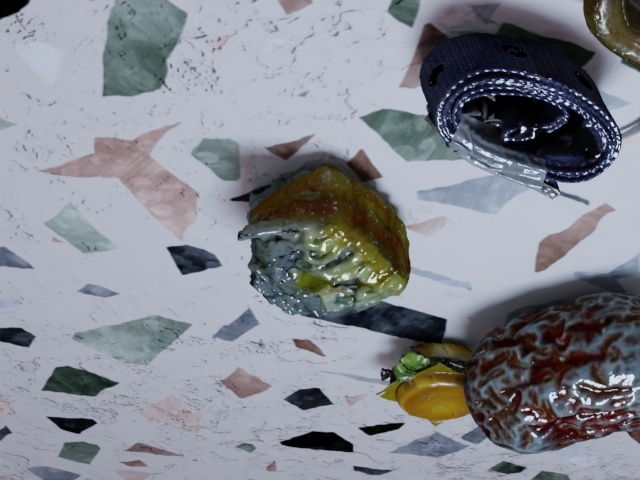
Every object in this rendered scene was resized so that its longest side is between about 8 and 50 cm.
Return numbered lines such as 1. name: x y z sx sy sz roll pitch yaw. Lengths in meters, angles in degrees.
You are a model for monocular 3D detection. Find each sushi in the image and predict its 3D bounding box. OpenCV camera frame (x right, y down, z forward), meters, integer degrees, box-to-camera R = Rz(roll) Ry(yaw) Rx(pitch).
1. sushi: 0.000 0.000 1.937 0.184 0.139 0.274 -19 139 25

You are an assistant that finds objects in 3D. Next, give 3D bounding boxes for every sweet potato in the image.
1. sweet potato: 0.346 -0.231 1.623 0.233 0.062 0.081 32 122 -34

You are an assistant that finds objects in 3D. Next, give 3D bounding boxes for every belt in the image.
1. belt: 0.224 -0.153 1.697 0.230 0.126 0.140 17 122 -21

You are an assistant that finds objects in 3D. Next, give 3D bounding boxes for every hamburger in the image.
1. hamburger: 0.182 0.213 2.306 0.164 0.093 0.189 -20 143 28

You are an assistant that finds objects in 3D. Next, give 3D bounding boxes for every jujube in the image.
1. jujube: 0.367 0.190 2.147 0.317 0.226 0.226 -20 142 33

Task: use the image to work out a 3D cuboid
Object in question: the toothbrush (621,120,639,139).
1. toothbrush: 0.415 -0.154 1.774 0.269 0.021 0.027 -24 145 34
